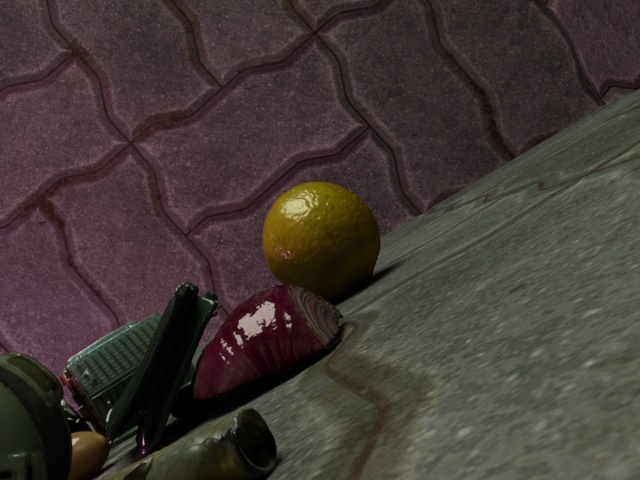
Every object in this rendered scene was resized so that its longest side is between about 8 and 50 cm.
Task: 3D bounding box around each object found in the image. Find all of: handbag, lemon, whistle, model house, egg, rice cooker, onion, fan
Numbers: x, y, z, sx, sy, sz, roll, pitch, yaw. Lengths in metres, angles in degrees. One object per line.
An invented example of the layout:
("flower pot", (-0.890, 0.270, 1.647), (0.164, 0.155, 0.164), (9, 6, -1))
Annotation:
("handbag", (-0.212, 0.260, 1.139), (0.111, 0.047, 0.072), (-31, -4, 36))
("lemon", (0.001, 0.001, 1.601), (0.293, 0.293, 0.293), (-31, 0, 0))
("whistle", (-0.181, 0.238, 0.618), (0.326, 0.057, 0.068), (-31, -12, 20))
("model house", (-0.414, 0.291, 1.470), (0.224, 0.198, 0.215), (-31, -6, -38))
("egg", (-0.385, 0.345, 1.112), (0.096, 0.080, 0.080), (-23, 0, 2))
("rice cooker", (-0.434, 0.261, 0.798), (0.288, 0.288, 0.277), (-31, 1, -12))
("handbag", (-0.252, 0.197, 1.104), (0.260, 0.079, 0.247), (-66, 11, -14))
("onion", (-0.097, 0.137, 1.056), (0.247, 0.111, 0.250), (-21, 6, 6))
("fan", (-0.377, 0.376, 1.344), (0.193, 0.016, 0.038), (-30, 2, -4))

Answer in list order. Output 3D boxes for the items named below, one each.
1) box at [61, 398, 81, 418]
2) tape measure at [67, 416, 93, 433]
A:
("box", (-0.559, 0.414, 1.427), (0.135, 0.151, 0.151), (-42, 7, -36))
("tape measure", (-0.495, 0.395, 1.197), (0.186, 0.112, 0.199), (-21, -12, -45))
